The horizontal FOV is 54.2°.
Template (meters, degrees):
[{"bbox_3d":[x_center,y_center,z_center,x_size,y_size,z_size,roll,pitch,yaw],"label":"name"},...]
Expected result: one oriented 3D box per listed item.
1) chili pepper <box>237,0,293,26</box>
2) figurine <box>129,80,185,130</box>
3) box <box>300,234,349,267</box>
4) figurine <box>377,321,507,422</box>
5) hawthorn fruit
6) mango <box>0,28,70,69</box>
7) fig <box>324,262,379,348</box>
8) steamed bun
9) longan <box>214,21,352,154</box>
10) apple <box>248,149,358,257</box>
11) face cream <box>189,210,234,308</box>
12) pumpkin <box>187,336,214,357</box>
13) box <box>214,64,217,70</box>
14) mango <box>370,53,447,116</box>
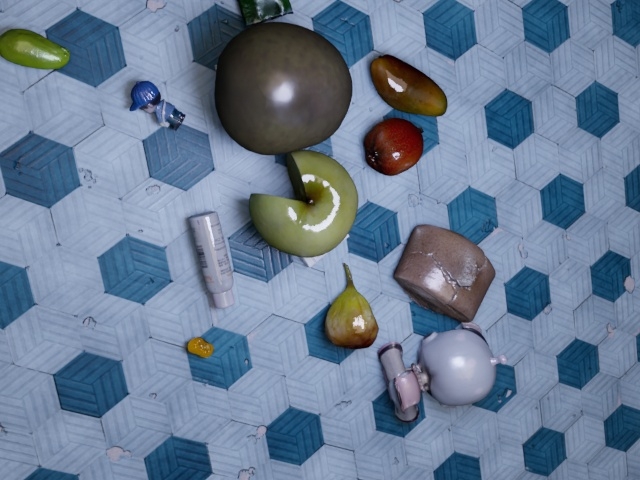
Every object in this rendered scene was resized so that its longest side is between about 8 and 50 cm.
[{"bbox_3d":[-0.178,-0.717,1.657,0.136,0.099,0.270,-15,109,9],"label":"chili pepper"},{"bbox_3d":[-0.426,-0.348,1.630,0.149,0.087,0.086,32,48,-20],"label":"figurine"},{"bbox_3d":[0.000,0.000,1.834,0.154,0.040,0.084,-39,104,-11],"label":"box"},{"bbox_3d":[0.372,0.417,1.920,0.362,0.211,0.252,-16,105,-13],"label":"figurine"},{"bbox_3d":[0.224,-0.273,1.813,0.188,0.169,0.168,-23,104,-19],"label":"hawthorn fruit"},{"bbox_3d":[-0.698,-0.464,1.522,0.165,0.074,0.091,5,93,-19],"label":"mango"},{"bbox_3d":[0.087,0.193,1.850,0.159,0.159,0.256,-1,78,-19],"label":"fig"},{"bbox_3d":[0.390,0.102,1.893,0.301,0.199,0.251,33,85,-19],"label":"steamed bun"},{"bbox_3d":[-0.095,-0.382,1.602,0.361,0.361,0.360,-2,97,-18],"label":"longan"},{"bbox_3d":[-0.046,-0.097,1.684,0.292,0.254,0.291,0,86,-8],"label":"apple"},{"bbox_3d":[-0.292,0.057,1.720,0.082,0.082,0.268,-15,100,-16],"label":"face cream"},{"bbox_3d":[-0.340,0.299,1.762,0.083,0.028,0.050,39,85,-28],"label":"pumpkin"},{"bbox_3d":[-0.248,-0.445,1.702,0.054,0.024,0.083,-26,105,-16],"label":"box"},{"bbox_3d":[0.252,-0.440,1.825,0.268,0.111,0.133,26,72,-18],"label":"mango"}]
